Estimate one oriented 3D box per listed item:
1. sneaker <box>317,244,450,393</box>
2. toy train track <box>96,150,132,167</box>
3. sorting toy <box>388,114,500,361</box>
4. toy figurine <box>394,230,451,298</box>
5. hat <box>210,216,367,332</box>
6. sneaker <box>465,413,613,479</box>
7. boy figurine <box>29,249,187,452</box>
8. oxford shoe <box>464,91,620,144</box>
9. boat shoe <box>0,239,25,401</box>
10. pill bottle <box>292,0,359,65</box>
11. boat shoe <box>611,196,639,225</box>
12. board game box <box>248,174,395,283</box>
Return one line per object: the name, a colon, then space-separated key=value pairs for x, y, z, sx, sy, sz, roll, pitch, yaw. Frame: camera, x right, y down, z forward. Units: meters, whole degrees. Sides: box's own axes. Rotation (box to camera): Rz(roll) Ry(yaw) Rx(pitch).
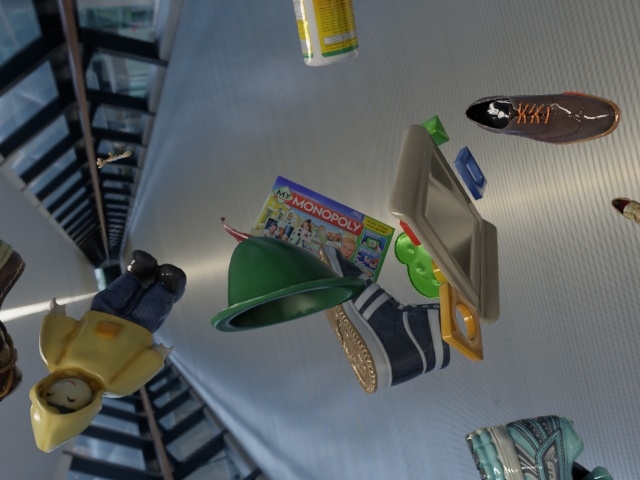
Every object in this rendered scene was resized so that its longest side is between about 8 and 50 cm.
sneaker: x=0.096 y=0.104 z=0.807 sx=0.282 sy=0.153 sz=0.099 roll=-116 pitch=22 yaw=-46
toy train track: x=-0.385 y=-0.156 z=0.948 sx=0.083 sy=0.048 sz=0.014 roll=-8 pitch=124 yaw=27
sorting toy: x=0.144 y=-0.018 z=0.608 sx=0.047 sy=0.347 sz=0.196 roll=-26 pitch=120 yaw=34
toy figurine: x=0.262 y=0.040 z=1.043 sx=0.173 sy=0.159 sz=0.130 roll=37 pitch=117 yaw=46
hat: x=-0.068 y=0.000 z=0.612 sx=0.173 sy=0.209 sz=0.183 roll=21 pitch=-130 yaw=-62
sneaker: x=0.264 y=0.305 z=0.532 sx=0.283 sy=0.122 sz=0.110 roll=61 pitch=-170 yaw=-15
boy figurine: x=-0.295 y=0.136 z=0.686 sx=0.092 sy=0.177 sz=0.285 roll=-58 pitch=5 yaw=39
oxford shoe: x=0.403 y=-0.227 z=0.957 sx=0.271 sy=0.098 sz=0.096 roll=12 pitch=109 yaw=42
boat shoe: x=-0.424 y=0.148 z=0.623 sx=0.342 sy=0.123 sz=0.123 roll=-52 pitch=28 yaw=15
pill bottle: x=0.006 y=-0.466 z=1.018 sx=0.117 sy=0.118 sz=0.208 roll=40 pitch=147 yaw=57
boat shoe: x=0.724 y=-0.067 z=1.186 sx=0.135 sy=0.045 sz=0.050 roll=-100 pitch=28 yaw=-73
board game box: x=0.000 y=0.000 z=1.221 sx=0.046 sy=0.317 sz=0.213 roll=119 pitch=174 yaw=-65
